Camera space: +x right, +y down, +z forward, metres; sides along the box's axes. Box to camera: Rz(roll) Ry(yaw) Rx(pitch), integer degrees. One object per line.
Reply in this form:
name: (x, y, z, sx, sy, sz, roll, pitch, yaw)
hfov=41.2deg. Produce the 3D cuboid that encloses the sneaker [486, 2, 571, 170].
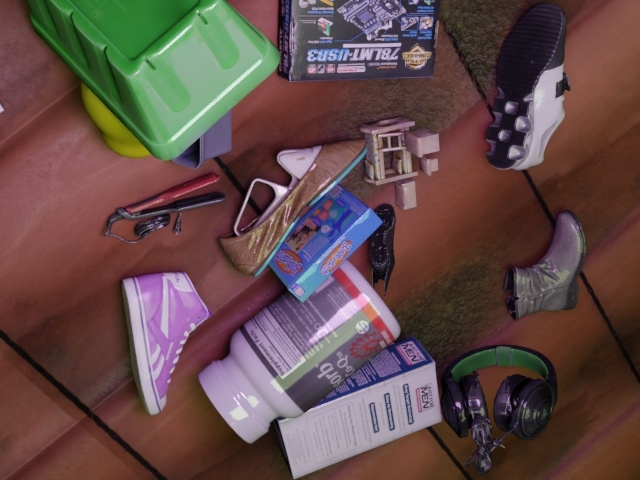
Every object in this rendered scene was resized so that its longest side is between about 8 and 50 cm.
sneaker: (0.432, -0.303, 1.703, 0.146, 0.122, 0.330, -1, 111, -42)

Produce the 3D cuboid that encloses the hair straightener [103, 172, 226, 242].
hair straightener: (-0.278, -0.043, 1.540, 0.230, 0.047, 0.089, -23, 117, -12)

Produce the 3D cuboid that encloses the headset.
headset: (0.360, 0.325, 1.773, 0.243, 0.394, 0.185, -3, 118, 21)

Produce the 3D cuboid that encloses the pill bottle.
pill bottle: (-0.043, 0.211, 1.648, 0.363, 0.210, 0.210, -39, 120, -4)

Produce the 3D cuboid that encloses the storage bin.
storage bin: (-0.209, -0.203, 1.486, 0.091, 0.098, 0.135, -20, 120, -46)

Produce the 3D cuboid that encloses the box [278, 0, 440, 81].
box: (0.074, -0.434, 1.512, 0.296, 0.073, 0.293, -6, 114, -21)

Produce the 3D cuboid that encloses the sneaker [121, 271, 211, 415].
sneaker: (-0.278, 0.194, 1.609, 0.161, 0.102, 0.282, -10, 114, -22)

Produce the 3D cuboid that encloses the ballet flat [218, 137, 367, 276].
ballet flat: (-0.064, -0.089, 1.590, 0.124, 0.116, 0.342, 41, 96, -11)

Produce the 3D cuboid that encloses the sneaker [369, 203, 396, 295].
sneaker: (0.124, 0.019, 1.710, 0.051, 0.170, 0.089, 3, 153, 12)

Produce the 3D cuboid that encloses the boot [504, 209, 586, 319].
boot: (0.493, 0.060, 1.887, 0.161, 0.083, 0.246, -7, 112, -14)

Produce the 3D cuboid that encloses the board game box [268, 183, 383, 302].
board game box: (0.000, 0.000, 1.608, 0.210, 0.160, 0.047, -44, 121, 0)

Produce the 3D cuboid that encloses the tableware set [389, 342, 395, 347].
tableware set: (0.102, 0.250, 1.832, 0.154, 0.024, 0.104, 17, 110, -29)

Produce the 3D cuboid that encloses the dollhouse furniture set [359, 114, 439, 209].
dollhouse furniture set: (0.150, -0.125, 1.618, 0.101, 0.161, 0.181, -14, 115, -17)

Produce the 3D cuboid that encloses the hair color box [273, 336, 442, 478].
hair color box: (0.073, 0.351, 1.798, 0.347, 0.105, 0.173, -18, 123, -11)

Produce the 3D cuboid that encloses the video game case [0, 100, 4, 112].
video game case: (-0.646, -0.222, 1.301, 0.232, 0.042, 0.210, -35, 128, -7)

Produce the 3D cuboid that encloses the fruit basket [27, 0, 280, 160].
fruit basket: (-0.267, -0.287, 1.318, 0.283, 0.392, 0.392, -43, 120, -6)
